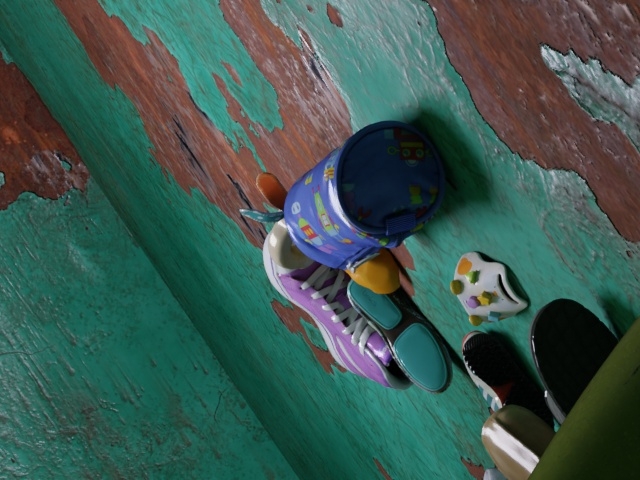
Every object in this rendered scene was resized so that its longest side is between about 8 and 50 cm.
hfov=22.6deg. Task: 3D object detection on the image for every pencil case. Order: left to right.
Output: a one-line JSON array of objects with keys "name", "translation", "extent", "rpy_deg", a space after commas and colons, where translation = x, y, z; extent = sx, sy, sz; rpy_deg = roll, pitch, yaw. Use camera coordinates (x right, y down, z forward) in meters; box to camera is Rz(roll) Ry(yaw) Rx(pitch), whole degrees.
[{"name": "pencil case", "translation": [0.043, -0.040, 1.739], "extent": [0.306, 0.119, 0.133], "rpy_deg": [147, 106, -77]}]

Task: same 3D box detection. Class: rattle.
[{"name": "rattle", "translation": [0.000, 0.000, 1.924], "extent": [0.143, 0.130, 0.200], "rpy_deg": [60, -178, 23]}]

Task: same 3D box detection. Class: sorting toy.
[{"name": "sorting toy", "translation": [0.182, 0.053, 1.680], "extent": [0.083, 0.045, 0.075], "rpy_deg": [57, 147, -9]}]

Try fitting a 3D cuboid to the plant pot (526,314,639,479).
[{"name": "plant pot", "translation": [0.272, 0.132, 1.000], "extent": [0.275, 0.293, 0.275], "rpy_deg": [51, 166, 18]}]

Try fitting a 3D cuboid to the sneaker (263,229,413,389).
[{"name": "sneaker", "translation": [0.044, 0.089, 2.116], "extent": [0.282, 0.102, 0.161], "rpy_deg": [51, 167, -33]}]

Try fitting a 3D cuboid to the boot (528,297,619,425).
[{"name": "boot", "translation": [0.255, 0.158, 1.565], "extent": [0.246, 0.083, 0.161], "rpy_deg": [54, 168, -14]}]

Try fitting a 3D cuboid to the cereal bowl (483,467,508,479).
[{"name": "cereal bowl", "translation": [0.270, 0.438, 1.899], "extent": [0.339, 0.141, 0.339], "rpy_deg": [-3, -90, -87]}]

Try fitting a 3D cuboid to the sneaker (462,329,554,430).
[{"name": "sneaker", "translation": [0.213, 0.169, 1.824], "extent": [0.161, 0.057, 0.075], "rpy_deg": [56, -177, -7]}]

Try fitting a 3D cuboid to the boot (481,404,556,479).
[{"name": "boot", "translation": [0.292, 0.283, 1.515], "extent": [0.236, 0.089, 0.269], "rpy_deg": [55, 170, -29]}]

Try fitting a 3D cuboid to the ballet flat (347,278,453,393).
[{"name": "ballet flat", "translation": [0.109, 0.115, 2.039], "extent": [0.188, 0.070, 0.070], "rpy_deg": [54, 166, 15]}]
